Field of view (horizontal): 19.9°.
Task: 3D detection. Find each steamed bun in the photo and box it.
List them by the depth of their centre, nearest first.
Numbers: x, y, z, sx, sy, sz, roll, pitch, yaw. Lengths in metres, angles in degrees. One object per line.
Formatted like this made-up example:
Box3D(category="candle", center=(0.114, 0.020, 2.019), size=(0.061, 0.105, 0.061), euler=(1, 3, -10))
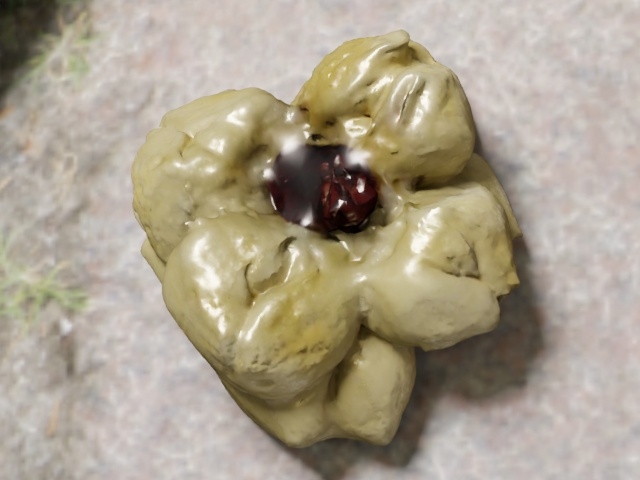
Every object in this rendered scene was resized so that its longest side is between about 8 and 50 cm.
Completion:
Box3D(category="steamed bun", center=(0.000, 0.000, 0.854), size=(0.177, 0.106, 0.192), euler=(-23, 72, 10))
